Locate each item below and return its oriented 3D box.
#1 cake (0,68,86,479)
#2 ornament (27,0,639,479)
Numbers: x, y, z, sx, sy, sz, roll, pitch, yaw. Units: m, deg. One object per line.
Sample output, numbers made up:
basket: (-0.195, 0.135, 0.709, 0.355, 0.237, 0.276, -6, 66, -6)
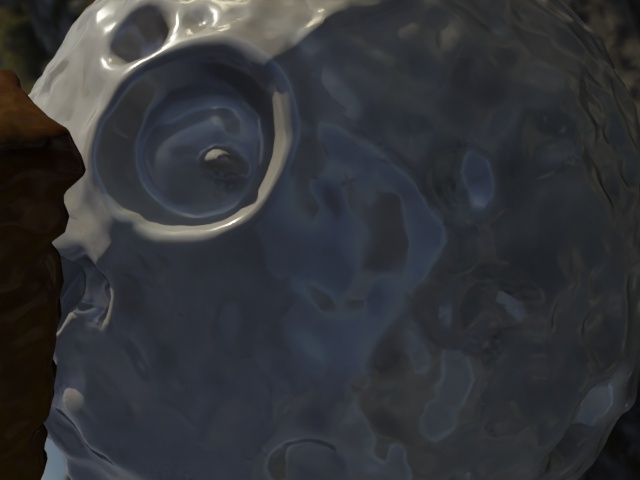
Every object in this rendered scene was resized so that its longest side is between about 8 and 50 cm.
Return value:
cake: (-0.218, -0.007, 0.420, 0.293, 0.199, 0.196, 45, 140, 35)
ornament: (0.000, 0.000, 0.775, 0.337, 0.337, 0.337, 160, 90, -77)
